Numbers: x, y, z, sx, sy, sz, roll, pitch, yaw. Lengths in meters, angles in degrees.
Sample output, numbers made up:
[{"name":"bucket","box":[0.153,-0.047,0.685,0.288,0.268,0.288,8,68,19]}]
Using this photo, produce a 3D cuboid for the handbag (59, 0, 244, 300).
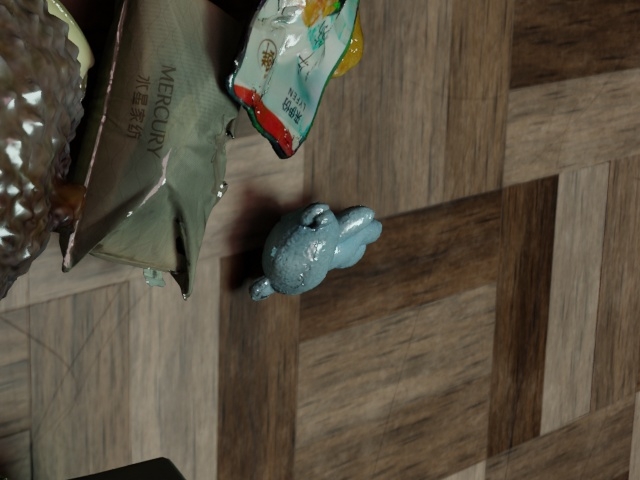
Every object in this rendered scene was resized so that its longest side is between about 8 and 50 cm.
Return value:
[{"name":"handbag","box":[-0.130,-0.091,1.318,0.182,0.117,0.270,19,80,-52]}]

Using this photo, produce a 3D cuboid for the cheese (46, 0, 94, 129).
[{"name":"cheese","box":[-0.253,-0.181,1.206,0.127,0.050,0.255,-44,131,-30]}]

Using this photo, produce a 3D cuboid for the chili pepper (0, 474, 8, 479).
[{"name":"chili pepper","box":[-0.342,0.147,1.193,0.072,0.073,0.204,-51,125,-1]}]

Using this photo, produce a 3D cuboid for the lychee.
[{"name":"lychee","box":[-0.291,-0.062,1.043,0.300,0.300,0.300,-18,114,-45]}]

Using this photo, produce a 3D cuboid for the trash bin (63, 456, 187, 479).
[{"name":"trash bin","box":[-0.203,0.295,1.218,0.250,0.220,0.219,-15,111,-18]}]

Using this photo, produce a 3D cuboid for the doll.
[{"name":"doll","box":[-0.004,-0.003,1.535,0.120,0.075,0.180,-55,168,23]}]

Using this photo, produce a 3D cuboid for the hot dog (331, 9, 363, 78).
[{"name":"hot dog","box":[-0.020,-0.275,1.431,0.088,0.061,0.286,-38,129,-36]}]

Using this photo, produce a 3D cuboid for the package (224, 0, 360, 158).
[{"name":"package","box":[-0.009,-0.197,1.372,0.232,0.040,0.166,-70,154,-16]}]
